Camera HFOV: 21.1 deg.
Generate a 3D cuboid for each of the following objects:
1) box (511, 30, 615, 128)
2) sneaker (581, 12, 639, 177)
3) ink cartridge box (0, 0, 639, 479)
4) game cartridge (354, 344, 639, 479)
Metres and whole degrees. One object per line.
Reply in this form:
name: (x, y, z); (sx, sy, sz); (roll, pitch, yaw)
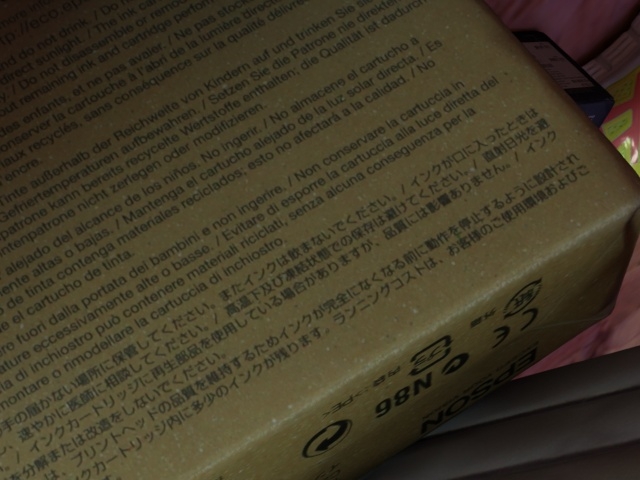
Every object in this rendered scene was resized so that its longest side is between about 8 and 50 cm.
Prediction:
box: (0.000, 0.000, 0.745); (0.233, 0.059, 0.183); (-9, 138, -42)
sneaker: (0.160, -0.045, 0.835); (0.208, 0.094, 0.081); (-48, 153, 19)
ink cartridge box: (-0.051, -0.006, 0.534); (0.235, 0.193, 0.088); (-31, 155, -14)
game cartridge: (-0.029, 0.131, 0.530); (0.355, 0.068, 0.230); (-21, -164, 45)
